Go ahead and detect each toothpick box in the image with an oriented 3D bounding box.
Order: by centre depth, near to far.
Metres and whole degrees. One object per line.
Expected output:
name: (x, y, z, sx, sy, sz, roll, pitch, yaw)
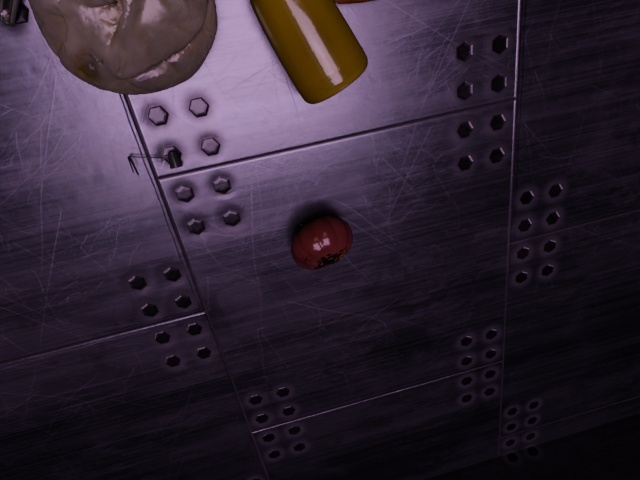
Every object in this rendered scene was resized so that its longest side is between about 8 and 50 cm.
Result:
toothpick box: (-0.030, -0.459, 0.956, 0.175, 0.175, 0.271, -34, 116, 6)

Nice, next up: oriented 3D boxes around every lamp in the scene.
lamp: (-0.411, -0.198, 1.083, 0.121, 0.041, 0.054, -15, 111, -8)
lamp: (0.000, 0.000, 1.211, 0.182, 0.140, 0.182, -25, 164, -8)

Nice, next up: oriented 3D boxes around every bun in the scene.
bun: (-0.386, -0.462, 0.848, 0.365, 0.219, 0.365, -4, 119, -7)

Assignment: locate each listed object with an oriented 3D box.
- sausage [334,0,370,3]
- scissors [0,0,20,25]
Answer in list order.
sausage: (0.122, -0.590, 0.970, 0.238, 0.098, 0.098, -16, 119, -7)
scissors: (-0.581, -0.549, 0.832, 0.041, 0.138, 0.289, 23, 124, -22)
